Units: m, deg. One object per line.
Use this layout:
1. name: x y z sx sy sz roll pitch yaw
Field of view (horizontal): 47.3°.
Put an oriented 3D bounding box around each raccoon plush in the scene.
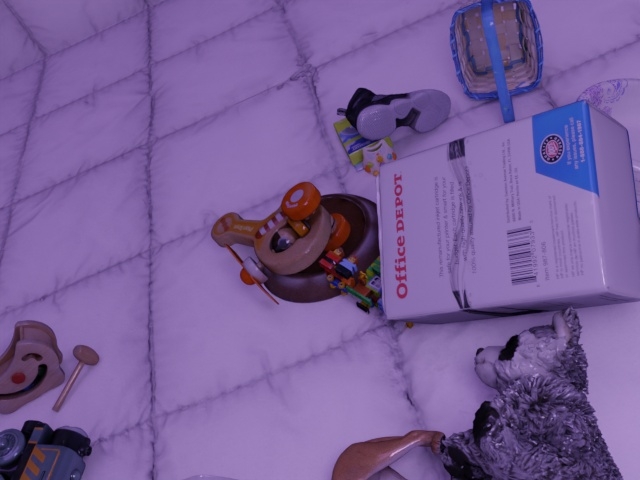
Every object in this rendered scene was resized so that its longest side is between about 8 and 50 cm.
1. raccoon plush: 0.386 0.310 1.029 0.446 0.216 0.299 42 58 18

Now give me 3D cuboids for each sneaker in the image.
1. sneaker: 0.170 -0.316 1.726 0.268 0.101 0.153 -17 33 -27

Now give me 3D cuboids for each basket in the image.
1. basket: 0.398 -0.434 1.652 0.201 0.255 0.289 -7 34 20

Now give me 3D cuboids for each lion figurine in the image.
1. lion figurine: 0.041 0.418 1.100 0.240 0.142 0.392 -1 29 37

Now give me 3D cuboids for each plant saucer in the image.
1. plant saucer: 0.000 0.000 1.593 0.310 0.050 0.311 -15 44 14

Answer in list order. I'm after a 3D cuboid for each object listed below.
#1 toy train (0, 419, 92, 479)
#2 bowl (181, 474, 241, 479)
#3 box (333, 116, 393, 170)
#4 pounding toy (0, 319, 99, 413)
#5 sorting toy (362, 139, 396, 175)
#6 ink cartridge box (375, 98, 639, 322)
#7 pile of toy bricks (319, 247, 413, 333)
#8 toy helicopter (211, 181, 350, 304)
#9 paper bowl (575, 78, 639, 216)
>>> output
1. toy train: -0.548 0.489 1.349 0.190 0.142 0.334 0 46 13
2. bowl: -0.185 0.436 1.208 0.142 0.142 0.053 2 88 25
3. box: 0.105 -0.252 1.790 0.109 0.042 0.178 -26 40 4
4. pounding toy: -0.631 0.284 1.573 0.269 0.154 0.155 -30 41 -1
5. sorting toy: 0.133 -0.196 1.693 0.083 0.075 0.045 -25 41 4
6. ink cartridge box: 0.297 -0.023 1.203 0.395 0.166 0.286 -13 72 42
7. pile of toy bricks: 0.105 0.071 1.403 0.212 0.118 0.105 31 67 34
8. toy helicopter: -0.123 0.004 1.553 0.355 0.140 0.235 8 61 47
9. paper bowl: 0.579 -0.154 1.312 0.284 0.148 0.284 1 45 -1
